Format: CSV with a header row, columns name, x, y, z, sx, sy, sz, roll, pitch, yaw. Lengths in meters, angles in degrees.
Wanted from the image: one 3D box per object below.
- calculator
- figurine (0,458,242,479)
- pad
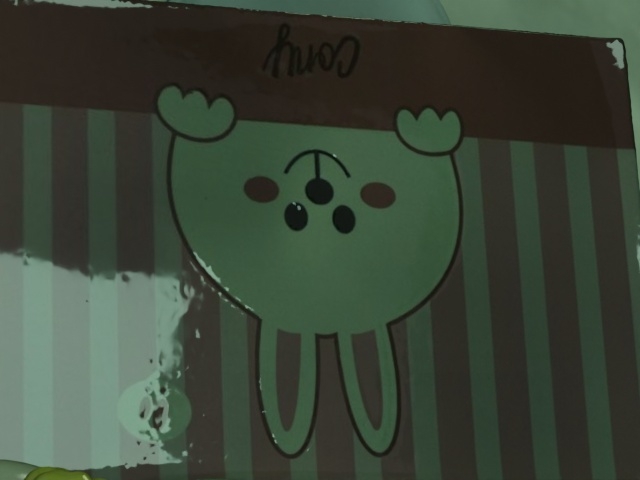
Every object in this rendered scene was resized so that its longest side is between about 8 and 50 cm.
name,x,y,z,sx,sy,sz,roll,pitch,yaw
calculator,-0.026,-0.050,0.755,0.121,0.039,0.210,32,65,-4
figurine,-0.110,0.137,0.604,0.236,0.155,0.127,4,84,-12
pad,0.000,0.000,0.723,0.300,0.005,0.202,3,73,-20
